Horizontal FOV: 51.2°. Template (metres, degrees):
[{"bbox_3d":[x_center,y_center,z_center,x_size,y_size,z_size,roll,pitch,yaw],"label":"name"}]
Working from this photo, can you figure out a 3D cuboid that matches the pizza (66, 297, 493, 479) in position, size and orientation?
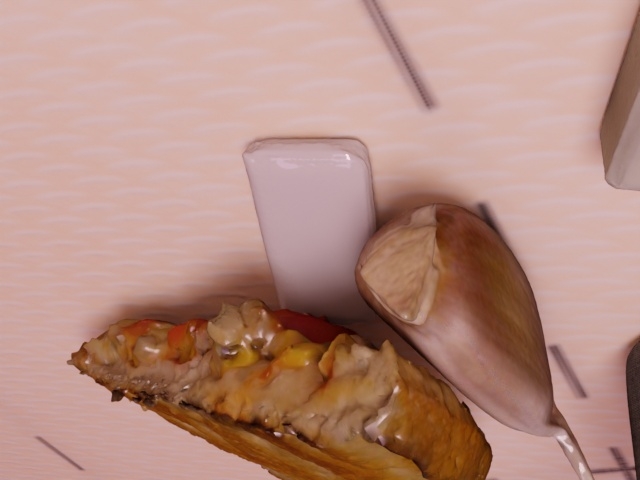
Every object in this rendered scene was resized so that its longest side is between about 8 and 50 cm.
[{"bbox_3d":[-0.052,0.129,0.591,0.406,0.130,0.440,17,155,18],"label":"pizza"}]

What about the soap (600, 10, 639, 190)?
[{"bbox_3d":[0.264,-0.080,0.366,0.183,0.063,0.121,7,137,9],"label":"soap"}]

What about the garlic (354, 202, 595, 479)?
[{"bbox_3d":[0.121,0.072,0.487,0.267,0.148,0.129,39,144,-22],"label":"garlic"}]

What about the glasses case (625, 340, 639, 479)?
[{"bbox_3d":[0.283,0.188,0.435,0.074,0.323,0.131,31,136,-18],"label":"glasses case"}]

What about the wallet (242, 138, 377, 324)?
[{"bbox_3d":[0.000,0.000,0.532,0.095,0.033,0.190,2,133,15],"label":"wallet"}]
